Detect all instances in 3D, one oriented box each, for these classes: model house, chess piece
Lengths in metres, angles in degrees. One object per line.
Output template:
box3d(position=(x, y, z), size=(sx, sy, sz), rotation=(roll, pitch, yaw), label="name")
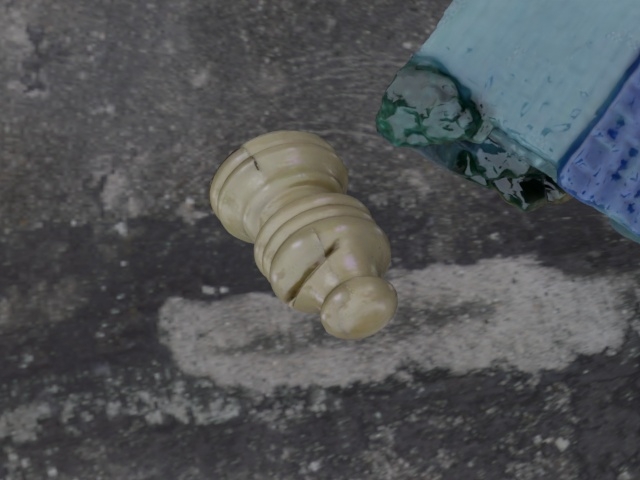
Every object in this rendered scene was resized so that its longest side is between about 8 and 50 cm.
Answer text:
box3d(position=(0.278, -0.094, 0.927), size=(0.329, 0.295, 0.252), rotation=(33, 95, 28), label="model house")
box3d(position=(0.000, 0.000, 1.112), size=(0.124, 0.138, 0.307), rotation=(-67, 29, 18), label="chess piece")
